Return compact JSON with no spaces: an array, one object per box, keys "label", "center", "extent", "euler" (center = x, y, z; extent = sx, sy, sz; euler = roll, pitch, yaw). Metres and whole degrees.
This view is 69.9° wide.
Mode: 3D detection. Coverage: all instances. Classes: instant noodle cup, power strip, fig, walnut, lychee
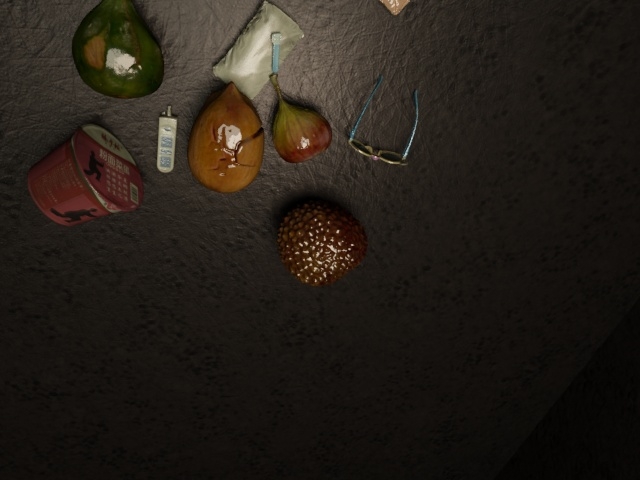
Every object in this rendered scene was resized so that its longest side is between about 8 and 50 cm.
[{"label":"instant noodle cup","center":[-0.595,-0.152,1.155],"extent":[0.178,0.235,0.235],"euler":[-21,124,12]},{"label":"power strip","center":[-0.412,-0.267,1.231],"extent":[0.047,0.030,0.191],"euler":[5,120,-17]},{"label":"fig","center":[-0.449,-0.443,1.032],"extent":[0.195,0.195,0.245],"euler":[8,108,-17]},{"label":"walnut","center":[-0.239,-0.257,1.179],"extent":[0.203,0.203,0.298],"euler":[2,128,-14]},{"label":"lychee","center":[0.000,0.000,1.367],"extent":[0.267,0.267,0.267],"euler":[-6,122,-9]},{"label":"fig","center":[-0.073,-0.320,1.232],"extent":[0.160,0.143,0.231],"euler":[-30,88,11]}]

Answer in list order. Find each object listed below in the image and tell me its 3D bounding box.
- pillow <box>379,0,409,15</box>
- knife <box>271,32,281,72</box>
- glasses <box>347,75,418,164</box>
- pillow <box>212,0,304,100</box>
[{"label":"pillow","center":[0.223,-0.679,1.119],"extent":[0.126,0.043,0.232],"euler":[39,109,-24]},{"label":"knife","center":[-0.111,-0.464,1.136],"extent":[0.027,0.010,0.096],"euler":[-18,135,-28]},{"label":"glasses","center":[0.185,-0.340,1.321],"extent":[0.189,0.088,0.221],"euler":[13,97,-19]},{"label":"pillow","center":[-0.156,-0.472,1.151],"extent":[0.128,0.051,0.229],"euler":[35,109,-30]}]
